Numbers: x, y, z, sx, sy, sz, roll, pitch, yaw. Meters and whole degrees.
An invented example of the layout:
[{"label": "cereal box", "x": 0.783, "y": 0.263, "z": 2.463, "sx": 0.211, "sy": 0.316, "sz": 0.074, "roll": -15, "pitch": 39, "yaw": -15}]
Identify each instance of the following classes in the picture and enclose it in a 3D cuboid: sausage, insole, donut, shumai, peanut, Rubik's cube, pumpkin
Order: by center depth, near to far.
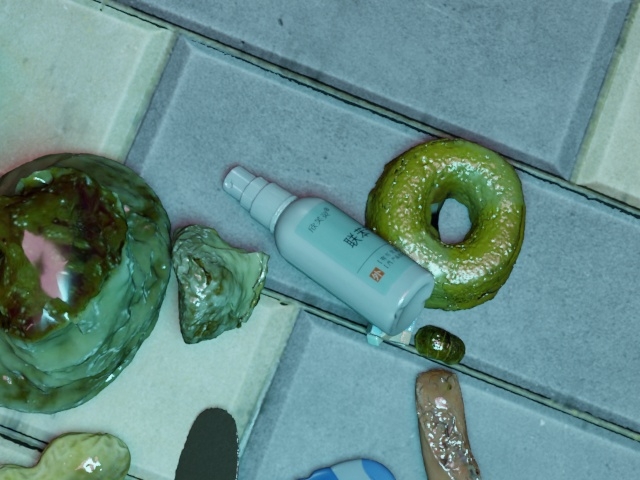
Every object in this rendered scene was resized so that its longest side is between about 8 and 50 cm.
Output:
[{"label": "shumai", "x": -0.379, "y": 0.043, "z": 1.583, "sx": 0.324, "sy": 0.323, "sz": 0.397, "roll": 35, "pitch": 80, "yaw": -1}, {"label": "peanut", "x": -0.383, "y": 0.343, "z": 1.654, "sx": 0.229, "sy": 0.098, "sz": 0.103, "roll": -24, "pitch": 43, "yaw": -8}, {"label": "shumai", "x": -0.139, "y": 0.067, "z": 1.667, "sx": 0.141, "sy": 0.184, "sz": 0.184, "roll": -7, "pitch": 83, "yaw": -6}, {"label": "insole", "x": -0.174, "y": 0.406, "z": 1.674, "sx": 0.111, "sy": 0.007, "sz": 0.328, "roll": -1, "pitch": 77, "yaw": 31}, {"label": "sausage", "x": 0.201, "y": 0.352, "z": 1.707, "sx": 0.087, "sy": 0.079, "sz": 0.327, "roll": -9, "pitch": 82, "yaw": -32}, {"label": "Rubik's cube", "x": 0.103, "y": 0.118, "z": 1.732, "sx": 0.073, "sy": 0.084, "sz": 0.075, "roll": 20, "pitch": 65, "yaw": -6}, {"label": "donut", "x": 0.199, "y": -0.034, "z": 1.749, "sx": 0.272, "sy": 0.107, "sz": 0.272, "roll": 1, "pitch": 79, "yaw": -5}, {"label": "pumpkin", "x": 0.185, "y": 0.159, "z": 1.758, "sx": 0.083, "sy": 0.028, "sz": 0.050, "roll": 19, "pitch": 79, "yaw": -6}]

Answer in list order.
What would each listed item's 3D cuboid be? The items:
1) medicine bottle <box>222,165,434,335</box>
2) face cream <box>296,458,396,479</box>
[{"label": "medicine bottle", "x": 0.000, "y": 0.000, "z": 1.700, "sx": 0.352, "sy": 0.110, "sz": 0.110, "roll": 36, "pitch": 80, "yaw": 21}, {"label": "face cream", "x": -0.002, "y": 0.416, "z": 1.678, "sx": 0.264, "sy": 0.083, "sz": 0.149, "roll": -32, "pitch": 80, "yaw": -9}]
